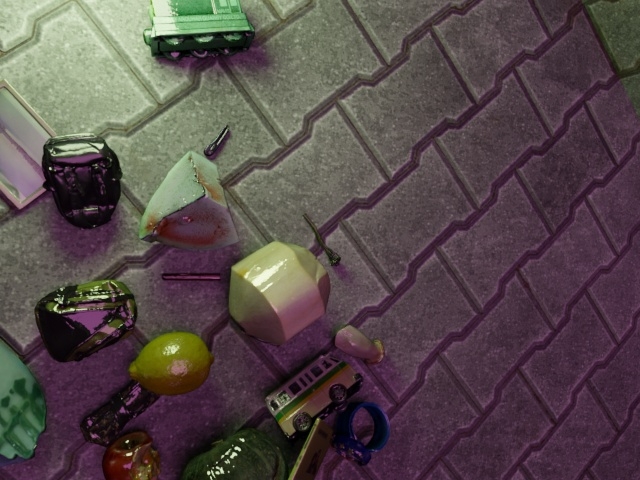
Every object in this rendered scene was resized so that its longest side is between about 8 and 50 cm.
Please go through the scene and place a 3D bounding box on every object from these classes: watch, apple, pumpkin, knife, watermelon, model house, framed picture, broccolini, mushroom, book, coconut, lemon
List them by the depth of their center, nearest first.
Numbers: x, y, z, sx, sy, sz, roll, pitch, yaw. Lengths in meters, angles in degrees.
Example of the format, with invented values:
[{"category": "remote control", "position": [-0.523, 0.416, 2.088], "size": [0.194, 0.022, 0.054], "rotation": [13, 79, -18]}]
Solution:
[{"category": "model house", "position": [-0.932, 0.453, 1.232], "size": [0.330, 0.251, 0.294], "rotation": [-22, 125, 2]}, {"category": "framed picture", "position": [-0.836, -0.259, 1.331], "size": [0.213, 0.016, 0.289], "rotation": [-43, 107, -16]}, {"category": "apple", "position": [-0.545, 0.647, 1.412], "size": [0.147, 0.156, 0.158], "rotation": [-11, 107, -13]}, {"category": "lemon", "position": [-0.431, 0.360, 1.431], "size": [0.249, 0.184, 0.183], "rotation": [-4, 94, -26]}, {"category": "watermelon", "position": [-0.351, -0.075, 1.434], "size": [0.289, 0.214, 0.319], "rotation": [44, 65, -20]}, {"category": "pumpkin", "position": [-0.260, 0.721, 1.462], "size": [0.328, 0.291, 0.257], "rotation": [-21, 73, -37]}, {"category": "book", "position": [-0.060, 0.722, 1.474], "size": [0.035, 0.239, 0.352], "rotation": [20, 67, 22]}, {"category": "coconut", "position": [-0.134, 0.164, 1.494], "size": [0.323, 0.323, 0.322], "rotation": [-1, 92, -23]}, {"category": "knife", "position": [-0.325, -0.315, 1.541], "size": [0.031, 0.018, 0.121], "rotation": [37, 77, -21]}, {"category": "broccolini", "position": [-0.001, 0.000, 1.684], "size": [0.044, 0.042, 0.218], "rotation": [-40, 100, -15]}, {"category": "watch", "position": [0.128, 0.654, 1.698], "size": [0.196, 0.171, 0.200], "rotation": [48, 60, -16]}, {"category": "mushroom", "position": [0.135, 0.367, 1.720], "size": [0.213, 0.088, 0.096], "rotation": [27, 49, -27]}]

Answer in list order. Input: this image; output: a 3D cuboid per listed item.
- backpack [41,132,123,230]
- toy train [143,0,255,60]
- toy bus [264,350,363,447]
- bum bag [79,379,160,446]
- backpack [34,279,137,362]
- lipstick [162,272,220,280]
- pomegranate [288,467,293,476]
[{"category": "backpack", "position": [-0.651, -0.159, 1.352], "size": [0.206, 0.133, 0.258], "rotation": [-12, 114, -24]}, {"category": "toy train", "position": [-0.363, -0.646, 1.459], "size": [0.331, 0.138, 0.178], "rotation": [-11, 87, -19]}, {"category": "toy bus", "position": [-0.021, 0.505, 1.605], "size": [0.306, 0.143, 0.179], "rotation": [-35, 61, -17]}, {"category": "bum bag", "position": [-0.579, 0.493, 1.436], "size": [0.248, 0.069, 0.102], "rotation": [-43, 84, -17]}, {"category": "backpack", "position": [-0.642, 0.216, 1.361], "size": [0.254, 0.140, 0.206], "rotation": [-19, 101, -16]}, {"category": "lipstick", "position": [-0.400, 0.114, 1.521], "size": [0.177, 0.027, 0.027], "rotation": [2, 91, -21]}, {"category": "pomegranate", "position": [-0.133, 0.802, 1.597], "size": [0.143, 0.122, 0.169], "rotation": [-26, 140, -25]}]
